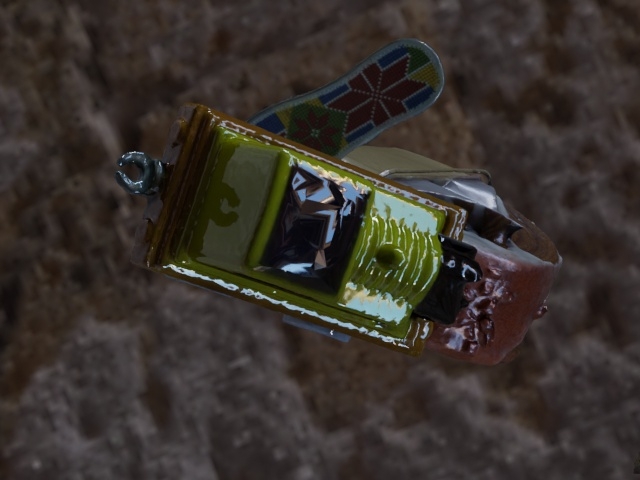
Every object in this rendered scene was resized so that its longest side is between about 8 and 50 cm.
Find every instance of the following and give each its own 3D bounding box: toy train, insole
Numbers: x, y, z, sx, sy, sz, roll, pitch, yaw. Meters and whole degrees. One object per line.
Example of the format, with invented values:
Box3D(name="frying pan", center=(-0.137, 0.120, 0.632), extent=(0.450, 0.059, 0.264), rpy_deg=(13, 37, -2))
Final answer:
Box3D(name="toy train", center=(0.000, 0.000, 0.930), extent=(0.219, 0.127, 0.089), rpy_deg=(21, 86, -31))
Box3D(name="insole", center=(-0.002, -0.072, 1.226), extent=(0.065, 0.193, 0.006), rpy_deg=(56, 18, -10))

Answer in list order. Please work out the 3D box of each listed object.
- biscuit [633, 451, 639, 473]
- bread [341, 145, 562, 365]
Box3D(name="biscuit", center=(0.317, 0.134, 1.282), extent=(0.126, 0.206, 0.025), rpy_deg=(7, 68, -26))
Box3D(name="bread", center=(0.079, 0.011, 1.444), extent=(0.212, 0.142, 0.224), rpy_deg=(37, 19, 25))
